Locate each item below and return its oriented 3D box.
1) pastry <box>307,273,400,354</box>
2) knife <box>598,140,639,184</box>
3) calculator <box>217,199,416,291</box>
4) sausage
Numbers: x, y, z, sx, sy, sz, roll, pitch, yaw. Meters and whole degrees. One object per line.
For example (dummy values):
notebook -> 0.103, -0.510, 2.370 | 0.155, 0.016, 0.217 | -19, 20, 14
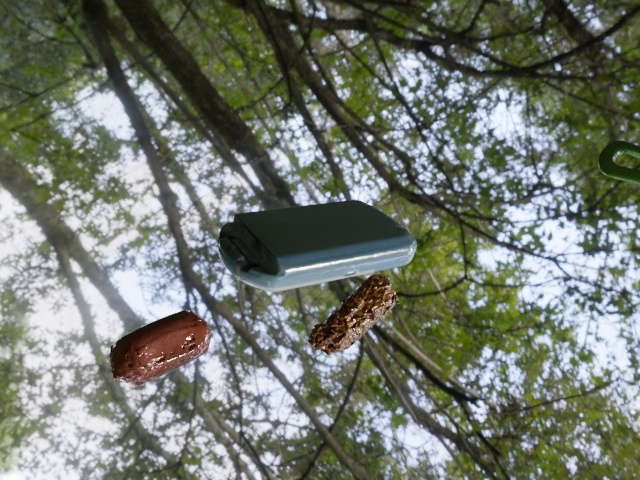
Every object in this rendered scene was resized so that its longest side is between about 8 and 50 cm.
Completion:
pastry -> 0.057, 0.122, 0.945 | 0.169, 0.087, 0.063 | -42, -121, -17
knife -> 0.245, -0.031, 0.343 | 0.166, 0.022, 0.078 | 17, -122, 41
calculator -> 0.000, 0.000, 0.612 | 0.210, 0.039, 0.121 | -10, -148, -29
sausage -> -0.206, 0.138, 0.777 | 0.141, 0.076, 0.076 | -24, -156, -33
